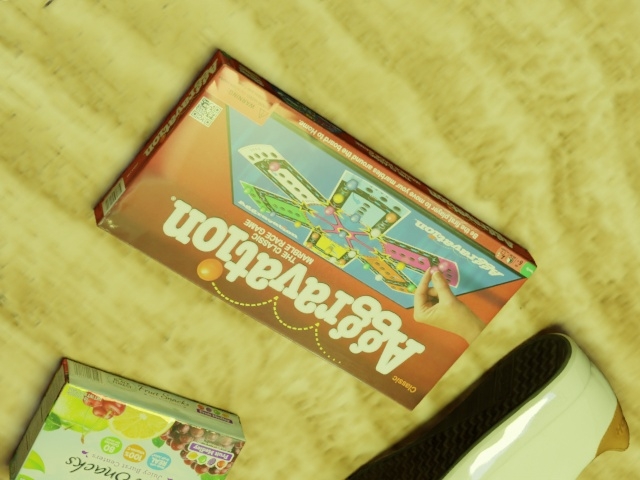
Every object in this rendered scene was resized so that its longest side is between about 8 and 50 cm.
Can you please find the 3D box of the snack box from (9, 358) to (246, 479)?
[{"bbox_3d":[-0.138,0.153,1.412,0.141,0.037,0.100,20,114,-21],"label":"snack box"}]

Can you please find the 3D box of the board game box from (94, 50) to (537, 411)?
[{"bbox_3d":[0.000,0.000,1.365,0.281,0.027,0.145,31,109,-25],"label":"board game box"}]

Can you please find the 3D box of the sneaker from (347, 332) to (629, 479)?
[{"bbox_3d":[0.105,0.203,1.451,0.290,0.106,0.123,-38,117,8],"label":"sneaker"}]
